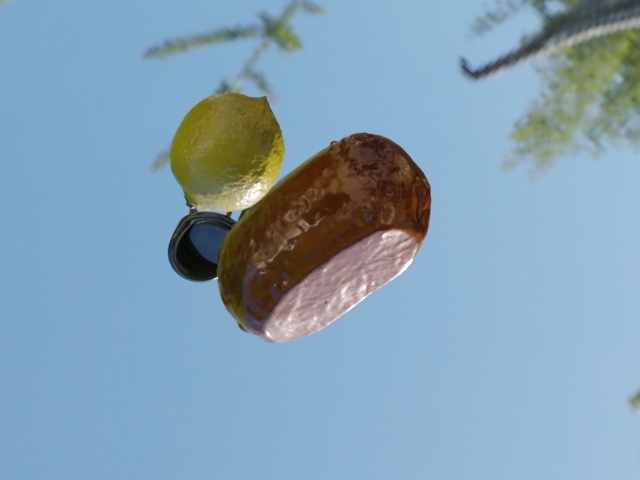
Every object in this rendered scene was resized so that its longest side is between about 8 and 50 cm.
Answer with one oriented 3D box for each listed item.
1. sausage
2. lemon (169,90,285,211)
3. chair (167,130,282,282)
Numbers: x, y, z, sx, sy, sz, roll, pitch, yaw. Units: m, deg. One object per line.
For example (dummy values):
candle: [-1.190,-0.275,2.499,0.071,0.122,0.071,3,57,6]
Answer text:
sausage: [0.000,-0.001,1.775,0.153,0.268,0.141,31,-154,-45]
lemon: [-0.090,-0.083,1.574,0.109,0.133,0.109,31,-164,-10]
chair: [-0.112,-0.051,1.986,0.104,0.095,0.222,53,-143,-32]
